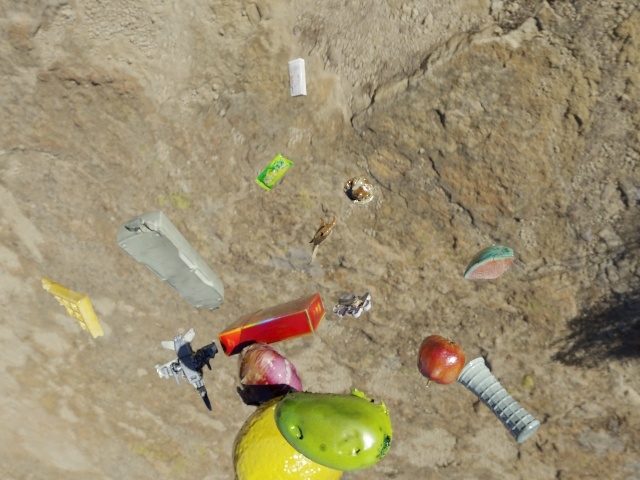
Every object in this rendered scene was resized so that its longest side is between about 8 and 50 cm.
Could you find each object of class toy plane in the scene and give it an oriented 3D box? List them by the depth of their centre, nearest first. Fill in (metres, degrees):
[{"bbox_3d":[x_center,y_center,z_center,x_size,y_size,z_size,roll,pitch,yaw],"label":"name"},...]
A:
[{"bbox_3d":[-0.388,0.409,1.257,0.192,0.088,0.262,-23,87,-10],"label":"toy plane"}]

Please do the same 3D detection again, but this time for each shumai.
[{"bbox_3d":[0.189,-0.233,1.850,0.145,0.116,0.146,1,85,-10],"label":"shumai"}]

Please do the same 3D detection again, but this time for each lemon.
[{"bbox_3d":[-0.066,0.503,0.984,0.310,0.253,0.254,-26,123,-13],"label":"lemon"}]

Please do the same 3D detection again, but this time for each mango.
[{"bbox_3d":[0.015,0.270,0.594,0.178,0.119,0.100,6,86,19],"label":"mango"}]

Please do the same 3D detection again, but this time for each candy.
[{"bbox_3d":[-0.212,-0.313,1.878,0.178,0.032,0.102,-47,135,9],"label":"candy"}]

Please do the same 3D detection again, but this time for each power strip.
[{"bbox_3d":[-0.254,0.049,0.748,0.080,0.048,0.286,-16,141,7],"label":"power strip"}]

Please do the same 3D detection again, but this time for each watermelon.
[{"bbox_3d":[0.684,0.088,1.725,0.146,0.129,0.231,-5,147,-18],"label":"watermelon"}]

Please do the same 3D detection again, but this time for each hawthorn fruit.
[{"bbox_3d":[0.449,0.468,1.556,0.179,0.179,0.201,22,88,-7],"label":"hawthorn fruit"}]

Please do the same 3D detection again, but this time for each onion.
[{"bbox_3d":[-0.165,0.421,1.208,0.229,0.163,0.230,18,129,23],"label":"onion"}]

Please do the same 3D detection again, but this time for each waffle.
[{"bbox_3d":[-0.617,0.165,1.012,0.190,0.032,0.125,11,125,32],"label":"waffle"}]

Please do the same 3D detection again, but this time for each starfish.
[{"bbox_3d":[-0.007,-0.004,1.745,0.056,0.213,0.238,27,90,-15],"label":"starfish"}]

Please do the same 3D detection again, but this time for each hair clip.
[{"bbox_3d":[0.152,0.317,2.026,0.075,0.146,0.257,36,152,-17],"label":"hair clip"}]

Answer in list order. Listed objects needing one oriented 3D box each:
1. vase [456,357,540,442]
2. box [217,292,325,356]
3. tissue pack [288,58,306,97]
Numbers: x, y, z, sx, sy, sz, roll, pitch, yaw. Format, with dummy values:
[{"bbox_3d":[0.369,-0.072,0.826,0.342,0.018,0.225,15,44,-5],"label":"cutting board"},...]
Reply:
[{"bbox_3d":[0.677,0.607,1.565,0.143,0.299,0.143,-19,133,-22],"label":"vase"},{"bbox_3d":[-0.155,0.275,1.362,0.313,0.197,0.089,-19,95,14],"label":"box"},{"bbox_3d":[-0.073,-0.512,1.297,0.056,0.023,0.108,6,103,41],"label":"tissue pack"}]
